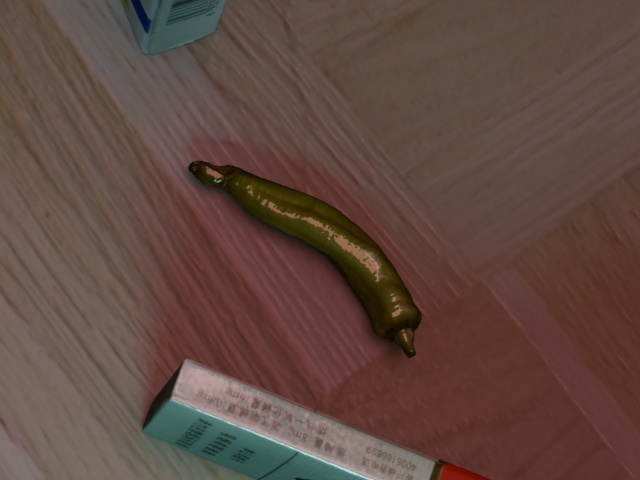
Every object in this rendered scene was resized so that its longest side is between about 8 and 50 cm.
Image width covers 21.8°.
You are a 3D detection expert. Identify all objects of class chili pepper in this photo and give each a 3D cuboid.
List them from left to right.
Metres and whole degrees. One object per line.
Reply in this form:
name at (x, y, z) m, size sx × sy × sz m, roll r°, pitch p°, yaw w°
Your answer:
chili pepper at (0.001, -0.001, 1.177) m, size 0.208 × 0.043 × 0.049 m, roll 41°, pitch 96°, yaw 5°

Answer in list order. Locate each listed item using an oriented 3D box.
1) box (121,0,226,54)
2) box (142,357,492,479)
box at (-0.148, -0.319, 1.138) m, size 0.065 × 0.200 × 0.343 m, roll -20°, pitch 82°, yaw -15°
box at (0.008, 0.148, 1.087) m, size 0.245 × 0.139 × 0.035 m, roll 24°, pitch 70°, yaw -7°
